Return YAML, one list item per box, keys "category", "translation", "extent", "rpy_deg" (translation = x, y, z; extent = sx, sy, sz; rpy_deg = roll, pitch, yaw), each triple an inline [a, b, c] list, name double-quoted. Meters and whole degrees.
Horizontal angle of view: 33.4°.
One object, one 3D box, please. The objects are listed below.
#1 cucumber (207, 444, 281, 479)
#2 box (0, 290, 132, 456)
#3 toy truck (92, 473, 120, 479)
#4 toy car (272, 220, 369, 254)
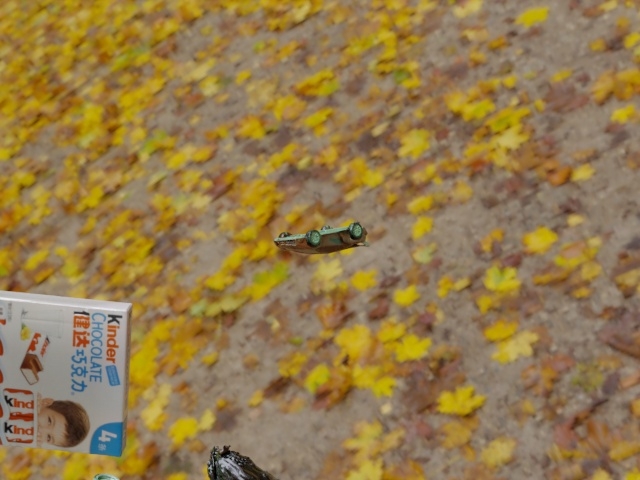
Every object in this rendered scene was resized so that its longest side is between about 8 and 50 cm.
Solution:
- category: "cucumber"
  translation: [-0.022, 0.233, 0.889]
  extent: [0.053, 0.181, 0.053]
  rpy_deg: [-52, 1, 1]
- category: "box"
  translation: [-0.456, 0.225, 1.805]
  extent: [0.265, 0.273, 0.048]
  rpy_deg: [5, 15, 0]
- category: "toy truck"
  translation: [-0.364, 0.443, 1.571]
  extent: [0.135, 0.259, 0.128]
  rpy_deg: [24, 101, 25]
- category: "toy car"
  translation: [0.000, 0.000, 1.263]
  extent: [0.122, 0.035, 0.059]
  rpy_deg: [-12, 6, -41]
